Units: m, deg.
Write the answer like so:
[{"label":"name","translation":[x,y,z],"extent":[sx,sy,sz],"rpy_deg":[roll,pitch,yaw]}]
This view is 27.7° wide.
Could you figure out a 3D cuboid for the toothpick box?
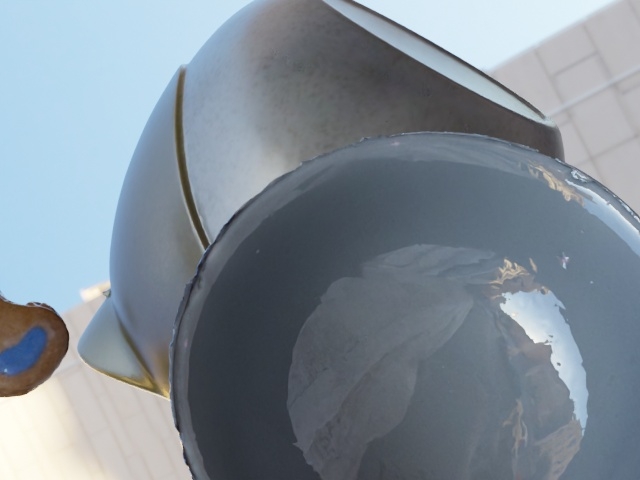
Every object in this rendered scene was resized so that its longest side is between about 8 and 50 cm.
[{"label":"toothpick box","translation":[0.000,0.000,1.266],"extent":[0.409,0.425,0.409],"rpy_deg":[28,-166,-7]}]

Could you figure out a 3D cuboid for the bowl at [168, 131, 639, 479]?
[{"label":"bowl","translation":[0.042,0.061,0.487],"extent":[0.086,0.189,0.189],"rpy_deg":[85,173,-63]}]

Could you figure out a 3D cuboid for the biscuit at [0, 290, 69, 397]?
[{"label":"biscuit","translation":[-0.360,0.028,1.025],"extent":[0.324,0.205,0.049],"rpy_deg":[49,172,21]}]
